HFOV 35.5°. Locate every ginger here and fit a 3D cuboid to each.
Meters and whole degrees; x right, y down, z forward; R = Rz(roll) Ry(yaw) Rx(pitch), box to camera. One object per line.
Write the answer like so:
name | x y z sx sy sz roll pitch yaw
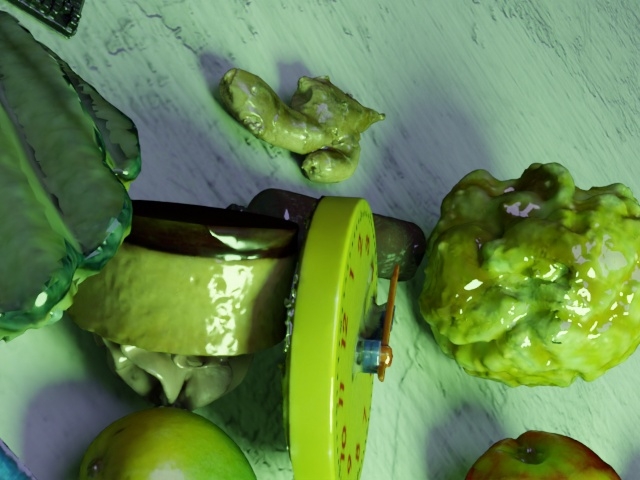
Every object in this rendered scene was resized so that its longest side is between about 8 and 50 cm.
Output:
ginger | -0.023 -0.144 1.119 0.214 0.059 0.133 30 59 -29

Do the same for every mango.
mango | -0.104 0.253 0.798 0.156 0.114 0.251 -33 106 -58

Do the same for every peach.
peach | 0.242 0.303 1.057 0.197 0.197 0.197 22 56 -36

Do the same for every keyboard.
keyboard | -0.318 -0.274 0.920 0.231 0.023 0.072 29 49 -31

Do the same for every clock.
clock | 0.029 0.101 0.883 0.293 0.071 0.277 39 54 -76

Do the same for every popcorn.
popcorn | 0.252 0.038 1.125 0.247 0.282 0.282 61 32 -47

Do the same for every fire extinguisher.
fire extinguisher | 0.000 0.000 1.051 0.267 0.072 0.089 12 58 -40

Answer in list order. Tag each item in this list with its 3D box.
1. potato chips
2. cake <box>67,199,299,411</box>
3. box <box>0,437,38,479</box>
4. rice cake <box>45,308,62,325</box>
potato chips | -0.270 -0.067 0.560 0.358 0.070 0.429 1 39 -34
cake | -0.118 0.060 0.833 0.185 0.207 0.178 7 93 -9
box | -0.234 0.219 0.557 0.261 0.279 0.116 51 45 -11
rice cake | -0.243 -0.045 0.857 0.042 0.045 0.245 14 60 -39
